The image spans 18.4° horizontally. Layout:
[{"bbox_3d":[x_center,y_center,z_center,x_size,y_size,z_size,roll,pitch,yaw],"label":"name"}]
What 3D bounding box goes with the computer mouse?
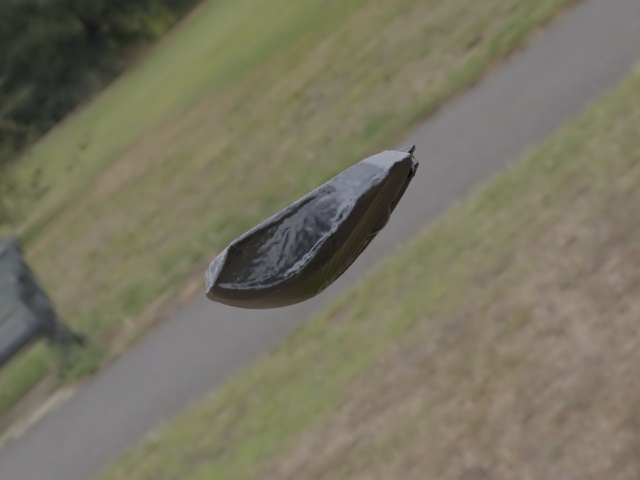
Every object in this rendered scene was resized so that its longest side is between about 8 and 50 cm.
[{"bbox_3d":[0.000,0.000,1.289,0.172,0.057,0.099,-34,-10,14],"label":"computer mouse"}]
